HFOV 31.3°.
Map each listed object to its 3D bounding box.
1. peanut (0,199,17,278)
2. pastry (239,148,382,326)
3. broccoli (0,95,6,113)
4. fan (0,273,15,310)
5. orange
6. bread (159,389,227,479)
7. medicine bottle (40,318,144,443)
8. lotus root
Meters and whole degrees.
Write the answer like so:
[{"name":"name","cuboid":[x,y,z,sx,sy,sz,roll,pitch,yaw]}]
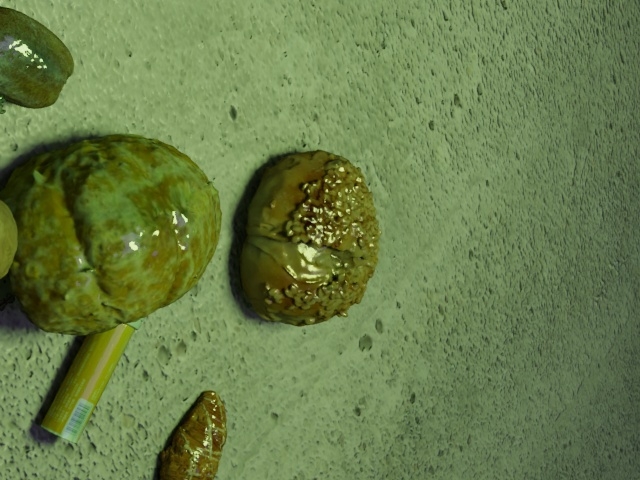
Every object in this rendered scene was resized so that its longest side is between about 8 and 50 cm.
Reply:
[{"name":"peanut","cuboid":[-0.529,-0.018,1.354,0.387,0.169,0.192,6,58,-47]},{"name":"pastry","cuboid":[0.000,0.000,1.985,0.284,0.184,0.315,16,87,-51]},{"name":"broccoli","cuboid":[-0.474,-0.158,1.418,0.154,0.160,0.167,-50,151,2]},{"name":"fan","cuboid":[-0.458,0.061,1.609,0.056,0.004,0.083,-42,128,-35]},{"name":"orange","cuboid":[-0.277,-0.025,1.628,0.369,0.210,0.271,-24,93,-46]},{"name":"bread","cuboid":[-0.211,0.366,1.924,0.105,0.076,0.233,34,73,-50]},{"name":"medicine bottle","cuboid":[-0.346,0.195,1.725,0.074,0.074,0.218,39,72,-47]},{"name":"lotus root","cuboid":[-0.413,-0.249,1.517,0.192,0.088,0.113,35,80,-48]}]
